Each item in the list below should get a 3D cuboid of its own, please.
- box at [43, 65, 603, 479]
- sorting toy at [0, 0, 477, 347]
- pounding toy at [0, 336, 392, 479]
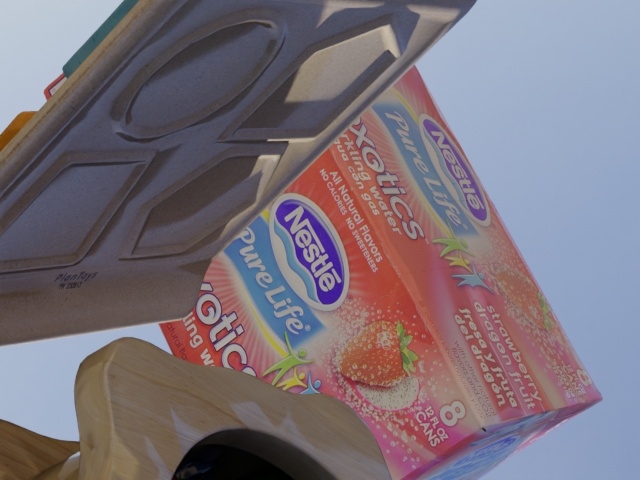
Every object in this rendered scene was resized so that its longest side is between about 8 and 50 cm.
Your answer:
[{"bbox_3d":[0.000,0.000,1.079,0.154,0.300,0.142,-38,162,29],"label":"box"},{"bbox_3d":[-0.050,-0.044,0.728,0.208,0.038,0.193,-48,159,25],"label":"sorting toy"},{"bbox_3d":[-0.047,0.149,0.707,0.155,0.154,0.269,-30,151,25],"label":"pounding toy"}]
